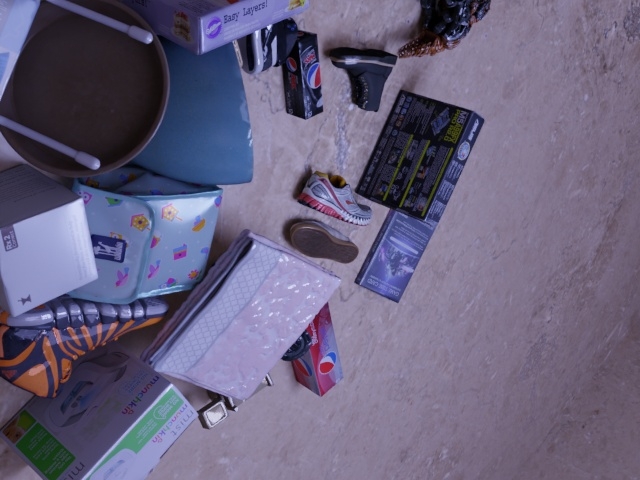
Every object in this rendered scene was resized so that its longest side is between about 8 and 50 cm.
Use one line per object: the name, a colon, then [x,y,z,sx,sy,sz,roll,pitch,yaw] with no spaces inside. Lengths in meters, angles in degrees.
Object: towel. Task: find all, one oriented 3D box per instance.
towel: [-0.143,0.157,1.690,0.332,0.053,0.317,-50,142,7]

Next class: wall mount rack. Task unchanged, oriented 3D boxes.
wall mount rack: [-0.432,-0.264,1.240,0.304,0.130,0.350,22,93,-31]

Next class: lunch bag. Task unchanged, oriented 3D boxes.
lunch bag: [-0.323,-0.015,1.512,0.262,0.160,0.223,-8,127,-41]

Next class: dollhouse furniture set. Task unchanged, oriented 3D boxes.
dollhouse furniture set: [-0.224,0.285,1.868,0.182,0.101,0.161,-30,106,-34]

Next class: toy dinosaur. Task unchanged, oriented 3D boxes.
toy dinosaur: [0.295,-0.504,1.957,0.218,0.164,0.322,88,22,-52]

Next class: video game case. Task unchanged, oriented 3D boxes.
video game case: [0.206,0.014,2.224,0.196,0.026,0.274,27,90,-51]

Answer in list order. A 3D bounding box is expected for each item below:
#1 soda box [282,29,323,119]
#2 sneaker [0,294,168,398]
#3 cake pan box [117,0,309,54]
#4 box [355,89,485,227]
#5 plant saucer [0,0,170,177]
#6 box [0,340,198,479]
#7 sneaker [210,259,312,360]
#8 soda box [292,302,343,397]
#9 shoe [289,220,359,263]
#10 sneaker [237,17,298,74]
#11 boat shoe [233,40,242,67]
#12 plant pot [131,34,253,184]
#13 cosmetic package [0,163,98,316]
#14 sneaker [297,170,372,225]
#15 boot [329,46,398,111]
soda box: [-0.037,-0.333,1.739,0.053,0.060,0.169,-31,131,-35]
sneaker: [-0.433,0.174,1.545,0.321,0.124,0.180,-2,116,-36]
cake pan box: [-0.191,-0.401,1.373,0.246,0.267,0.070,-31,140,-38]
box: [0.224,-0.191,1.982,0.060,0.216,0.270,21,93,-51]
plant saucer: [-0.361,-0.233,1.311,0.041,0.278,0.278,13,102,-86]
box: [-0.398,0.335,1.565,0.262,0.231,0.127,-47,138,-19]
sneaker: [-0.139,0.140,1.852,0.109,0.130,0.286,-38,117,3]
soda box: [-0.021,0.241,2.040,0.083,0.092,0.263,-37,134,-29]
shoe: [0.000,0.000,1.971,0.219,0.058,0.076,24,112,-47]
sneaker: [-0.098,-0.427,1.617,0.121,0.079,0.217,-30,138,-39]
boat shoe: [-0.180,-0.372,1.565,0.059,0.063,0.170,-44,144,-31]
plant pot: [-0.240,-0.221,1.440,0.195,0.290,0.290,-12,122,-12]
cosmetic package: [-0.466,-0.005,1.342,0.151,0.184,0.151,-28,129,-36]
sneaker: [0.049,-0.093,1.943,0.225,0.088,0.092,20,93,-51]
boot: [0.085,-0.340,1.866,0.198,0.077,0.137,-7,120,-45]
